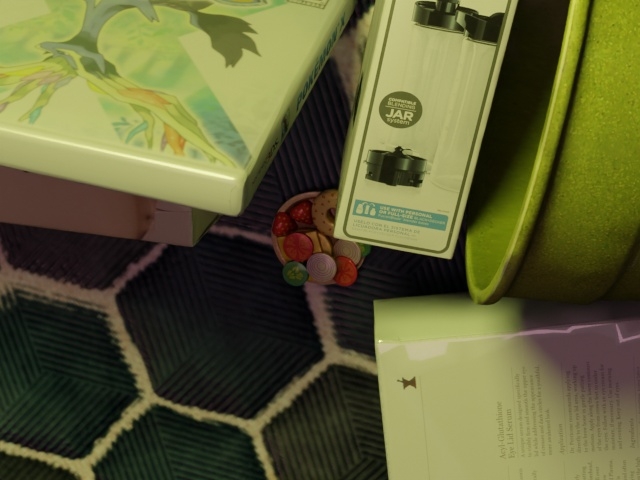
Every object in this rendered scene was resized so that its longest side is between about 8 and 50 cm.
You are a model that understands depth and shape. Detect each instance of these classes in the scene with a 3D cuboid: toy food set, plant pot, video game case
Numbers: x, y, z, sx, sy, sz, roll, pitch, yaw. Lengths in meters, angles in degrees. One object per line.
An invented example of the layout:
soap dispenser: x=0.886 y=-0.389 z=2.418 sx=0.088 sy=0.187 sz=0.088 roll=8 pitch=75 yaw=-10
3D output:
toy food set: x=0.000 y=0.000 z=1.328 sx=0.083 sy=0.020 sz=0.083 roll=-11 pitch=108 yaw=18
plant pot: x=0.301 y=-0.110 z=1.054 sx=0.353 sy=0.366 sz=0.366 roll=10 pitch=113 yaw=-2
video game case: x=-0.166 y=-0.143 z=1.164 sx=0.329 sy=0.300 sz=0.036 roll=13 pitch=128 yaw=10

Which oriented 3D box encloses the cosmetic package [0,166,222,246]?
cosmetic package: x=-0.229 y=-0.102 z=1.299 sx=0.309 sy=0.113 sz=0.160 roll=7 pitch=112 yaw=13

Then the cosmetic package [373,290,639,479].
cosmetic package: x=0.198 y=0.220 z=1.292 sx=0.284 sy=0.097 sz=0.377 roll=-6 pitch=110 yaw=1

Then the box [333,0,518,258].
box: x=0.081 y=-0.154 z=1.148 sx=0.087 sy=0.169 sz=0.290 roll=11 pitch=117 yaw=-2
